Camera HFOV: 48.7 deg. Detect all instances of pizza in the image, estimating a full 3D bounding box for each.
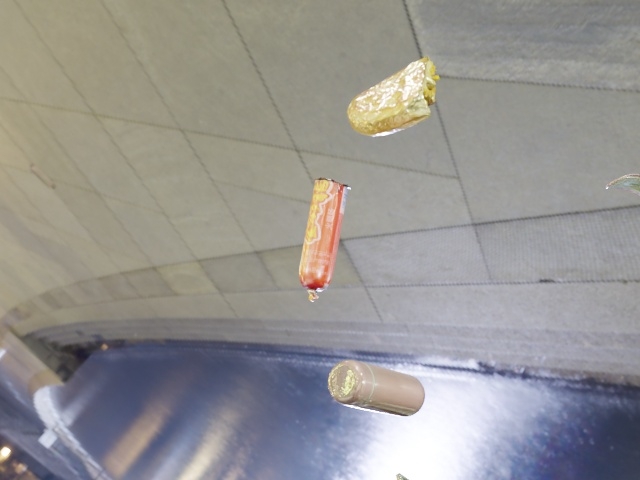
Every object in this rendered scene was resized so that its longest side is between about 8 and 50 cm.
[{"bbox_3d":[0.160,-0.315,1.719,0.268,0.258,0.087,-22,116,30],"label":"pizza"}]

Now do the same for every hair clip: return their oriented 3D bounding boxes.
[{"bbox_3d":[0.578,-0.096,1.278,0.137,0.022,0.054,13,153,-22],"label":"hair clip"}]

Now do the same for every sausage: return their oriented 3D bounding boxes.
[{"bbox_3d":[0.000,0.000,0.837,0.050,0.145,0.048,7,172,29],"label":"sausage"}]

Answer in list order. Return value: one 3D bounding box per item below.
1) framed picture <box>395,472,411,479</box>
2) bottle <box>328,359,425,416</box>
[{"bbox_3d":[0.159,0.431,1.056,0.109,0.011,0.149,43,-157,-41],"label":"framed picture"},{"bbox_3d":[0.069,0.177,0.840,0.053,0.053,0.140,12,171,44],"label":"bottle"}]
